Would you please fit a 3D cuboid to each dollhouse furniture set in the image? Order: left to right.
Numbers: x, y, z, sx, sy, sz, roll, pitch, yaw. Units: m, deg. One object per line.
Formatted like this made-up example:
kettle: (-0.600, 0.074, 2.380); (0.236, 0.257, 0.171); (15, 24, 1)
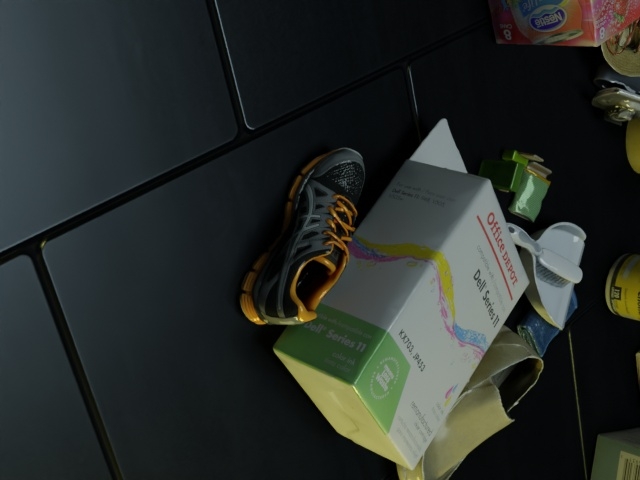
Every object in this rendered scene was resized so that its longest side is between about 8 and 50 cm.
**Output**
dollhouse furniture set: (0.276, -0.073, 1.307); (0.152, 0.058, 0.076); (20, 86, -45)

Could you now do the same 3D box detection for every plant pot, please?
plant pot: (0.551, -0.164, 1.525); (0.134, 0.095, 0.134); (-11, 107, -41)

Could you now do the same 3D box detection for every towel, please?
towel: (0.331, 0.108, 1.424); (0.119, 0.029, 0.067); (-44, 126, -28)

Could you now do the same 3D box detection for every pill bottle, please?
pill bottle: (0.543, 0.084, 1.513); (0.103, 0.184, 0.103); (-12, 107, -42)

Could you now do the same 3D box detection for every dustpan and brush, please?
dustpan and brush: (0.304, 0.024, 1.351); (0.211, 0.060, 0.147); (27, 73, -30)

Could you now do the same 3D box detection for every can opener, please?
can opener: (0.529, -0.188, 1.426); (0.283, 0.076, 0.095); (15, 77, -10)

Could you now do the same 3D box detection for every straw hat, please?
straw hat: (0.436, -0.304, 1.406); (0.144, 0.061, 0.144); (-6, 105, -25)

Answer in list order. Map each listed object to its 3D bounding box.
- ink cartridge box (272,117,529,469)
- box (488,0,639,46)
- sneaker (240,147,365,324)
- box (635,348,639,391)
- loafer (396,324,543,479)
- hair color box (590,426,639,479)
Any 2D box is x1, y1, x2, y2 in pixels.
ink cartridge box: (0.123, 0.055, 1.131); (0.353, 0.119, 0.207); (-55, 139, -21)
box: (0.354, -0.366, 1.250); (0.300, 0.154, 0.142); (-36, 123, -34)
sneaker: (0.000, 0.000, 1.042); (0.084, 0.083, 0.215); (37, 73, -41)
box: (0.669, 0.200, 1.688); (0.232, 0.149, 0.127); (-34, 122, -33)
loafer: (0.196, 0.218, 1.275); (0.268, 0.092, 0.102); (-50, 129, -23)
hair color box: (0.640, 0.390, 1.678); (0.374, 0.185, 0.113); (3, 96, -44)
